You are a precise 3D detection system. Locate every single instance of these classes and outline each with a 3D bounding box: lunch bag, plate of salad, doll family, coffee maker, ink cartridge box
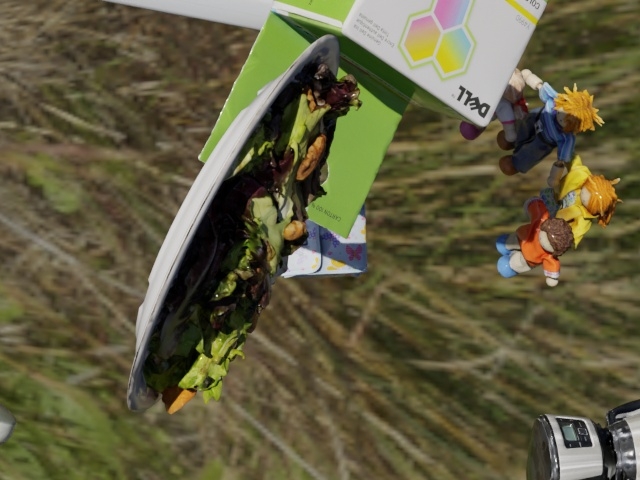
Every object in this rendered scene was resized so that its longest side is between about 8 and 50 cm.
[{"bbox_3d":[0.000,0.000,1.554,0.083,0.053,0.071,0,83,-8],"label":"lunch bag"},{"bbox_3d":[-0.031,-0.003,0.777,0.048,0.200,0.200,28,65,8],"label":"plate of salad"},{"bbox_3d":[0.243,-0.088,1.754,0.118,0.163,0.263,-15,84,-20],"label":"doll family"},{"bbox_3d":[0.300,0.245,1.642,0.178,0.120,0.171,-5,105,-4],"label":"coffee maker"},{"bbox_3d":[0.047,-0.134,1.298,0.189,0.097,0.255,28,87,-44],"label":"ink cartridge box"}]

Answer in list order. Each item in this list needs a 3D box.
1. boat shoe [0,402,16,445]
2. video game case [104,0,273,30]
[{"bbox_3d":[-0.327,0.137,1.314,0.079,0.227,0.081,27,83,-48],"label":"boat shoe"},{"bbox_3d":[-0.206,-0.282,1.388,0.329,0.300,0.036,7,124,-27],"label":"video game case"}]
